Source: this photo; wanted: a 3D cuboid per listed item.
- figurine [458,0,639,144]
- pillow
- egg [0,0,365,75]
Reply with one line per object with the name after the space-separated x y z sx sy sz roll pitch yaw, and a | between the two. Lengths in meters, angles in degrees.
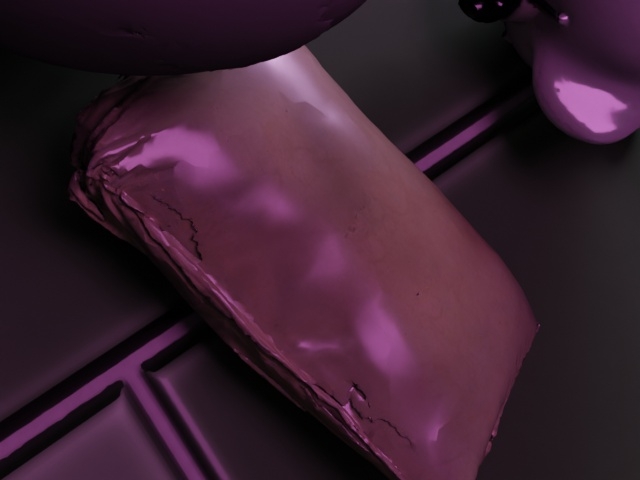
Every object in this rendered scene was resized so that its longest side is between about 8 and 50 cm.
0.149 -0.108 0.657 0.192 0.126 0.147 6 79 -18 | figurine
0.000 0.000 0.544 0.208 0.053 0.119 46 52 -17 | pillow
-0.067 -0.126 0.467 0.198 0.146 0.146 22 54 11 | egg
